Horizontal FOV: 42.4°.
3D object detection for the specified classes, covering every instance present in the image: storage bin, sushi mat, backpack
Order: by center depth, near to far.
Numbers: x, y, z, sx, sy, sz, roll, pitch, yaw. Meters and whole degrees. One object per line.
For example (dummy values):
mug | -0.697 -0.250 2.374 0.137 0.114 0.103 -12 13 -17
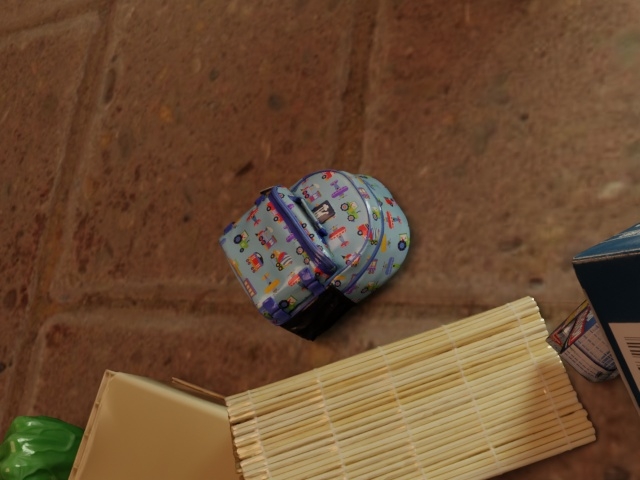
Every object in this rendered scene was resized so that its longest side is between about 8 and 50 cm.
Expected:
sushi mat | 0.074 0.163 0.751 0.317 0.019 0.151 -18 62 -3
storage bin | -0.141 0.294 0.872 0.262 0.123 0.260 11 80 36
backpack | 0.000 0.000 0.888 0.173 0.117 0.158 -38 57 14

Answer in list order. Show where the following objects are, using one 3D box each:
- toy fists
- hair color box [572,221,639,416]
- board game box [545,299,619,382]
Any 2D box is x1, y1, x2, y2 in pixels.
toy fists | -0.333 0.346 0.970 0.096 0.142 0.279 -19 63 28
hair color box | 0.349 0.014 0.505 0.347 0.105 0.173 -24 91 -14
board game box | 0.261 0.052 0.666 0.060 0.194 0.194 44 115 11
